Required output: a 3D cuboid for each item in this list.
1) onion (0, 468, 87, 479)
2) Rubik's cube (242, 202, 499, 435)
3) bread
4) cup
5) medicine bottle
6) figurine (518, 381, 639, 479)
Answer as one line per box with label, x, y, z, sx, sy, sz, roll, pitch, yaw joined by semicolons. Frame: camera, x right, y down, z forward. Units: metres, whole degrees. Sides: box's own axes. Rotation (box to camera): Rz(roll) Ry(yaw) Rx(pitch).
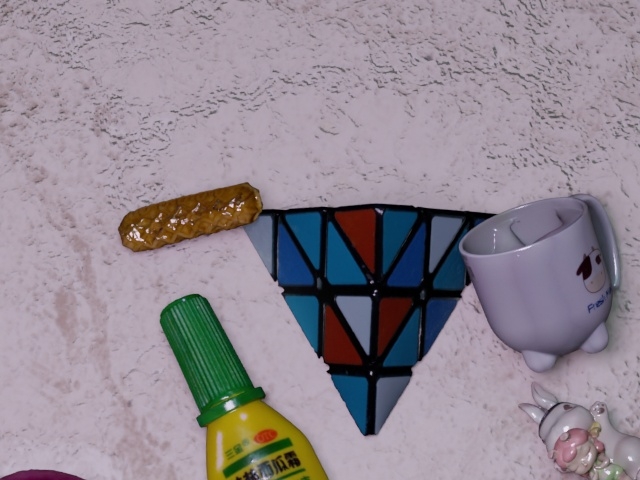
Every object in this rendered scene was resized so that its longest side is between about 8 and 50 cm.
onion;-0.267;0.303;1.792;0.177;0.153;0.177;-1;80;5
Rubik's cube;0.000;0.000;1.912;0.234;0.250;0.284;24;74;28
bread;-0.135;-0.024;1.953;0.157;0.044;0.052;-14;26;14
cup;0.229;0.040;1.911;0.134;0.173;0.142;-16;108;18
medicine bottle;-0.076;0.194;1.875;0.111;0.076;0.309;-24;70;-11
figurine;0.260;0.194;1.867;0.146;0.098;0.081;36;85;11
